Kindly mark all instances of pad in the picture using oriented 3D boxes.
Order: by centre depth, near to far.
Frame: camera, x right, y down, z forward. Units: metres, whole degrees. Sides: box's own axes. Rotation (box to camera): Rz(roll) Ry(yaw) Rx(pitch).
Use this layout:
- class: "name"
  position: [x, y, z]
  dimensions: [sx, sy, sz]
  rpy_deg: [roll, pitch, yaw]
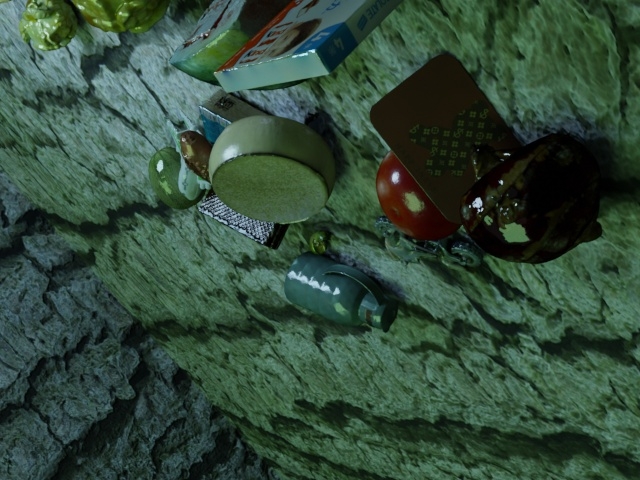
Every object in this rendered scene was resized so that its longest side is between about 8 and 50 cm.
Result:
- class: "pad"
  position: [0.221, -0.164, 1.342]
  dimensions: [0.181, 0.004, 0.267]
  rpy_deg: [-36, 105, 21]

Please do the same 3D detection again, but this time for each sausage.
- class: "sausage"
  position: [-0.215, -0.155, 1.847]
  dimensions: [0.079, 0.087, 0.327]
  rpy_deg: [12, 168, 38]

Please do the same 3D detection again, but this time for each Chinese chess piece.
- class: "Chinese chess piece"
  position: [-0.103, -0.146, 1.696]
  dimensions: [0.270, 0.112, 0.270]
  rpy_deg: [6, 148, 4]

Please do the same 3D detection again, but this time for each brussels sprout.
- class: "brussels sprout"
  position: [0.000, -0.001, 1.971]
  dimensions: [0.051, 0.046, 0.083]
  rpy_deg: [42, 144, 10]

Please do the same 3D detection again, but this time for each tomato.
- class: "tomato"
  position: [0.185, -0.088, 1.477]
  dimensions: [0.195, 0.136, 0.195]
  rpy_deg: [42, 160, 19]

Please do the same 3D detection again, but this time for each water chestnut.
- class: "water chestnut"
  position: [0.321, -0.071, 1.248]
  dimensions: [0.238, 0.224, 0.223]
  rpy_deg: [54, 155, 11]

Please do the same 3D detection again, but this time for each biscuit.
- class: "biscuit"
  position: [-0.193, -0.073, 2.034]
  dimensions: [0.252, 0.106, 0.070]
  rpy_deg: [27, -179, 29]

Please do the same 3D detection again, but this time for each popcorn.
- class: "popcorn"
  position: [-0.407, -0.514, 1.604]
  dimensions: [0.235, 0.181, 0.216]
  rpy_deg: [40, 161, 17]
- class: "popcorn"
  position: [-0.672, -0.539, 1.979]
  dimensions: [0.136, 0.141, 0.162]
  rpy_deg: [11, -175, -19]

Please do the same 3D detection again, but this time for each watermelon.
- class: "watermelon"
  position: [-0.119, -0.386, 1.486]
  dimensions: [0.262, 0.201, 0.213]
  rpy_deg: [7, 172, -34]

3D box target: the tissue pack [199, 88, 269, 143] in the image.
- class: "tissue pack"
  position: [-0.177, -0.250, 1.789]
  dimensions: [0.169, 0.082, 0.120]
  rpy_deg: [30, 152, 23]

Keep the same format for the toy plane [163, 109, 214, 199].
- class: "toy plane"
  position: [-0.307, -0.196, 1.981]
  dimensions: [0.251, 0.101, 0.255]
  rpy_deg: [50, 151, 30]

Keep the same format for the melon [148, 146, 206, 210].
- class: "melon"
  position: [-0.379, -0.159, 2.131]
  dimensions: [0.139, 0.139, 0.192]
  rpy_deg: [-1, 127, 54]

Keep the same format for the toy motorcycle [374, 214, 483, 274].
- class: "toy motorcycle"
  position: [0.222, 0.012, 1.647]
  dimensions: [0.229, 0.094, 0.129]
  rpy_deg: [20, 153, 13]

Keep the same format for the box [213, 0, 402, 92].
- class: "box"
  position: [0.001, -0.334, 1.222]
  dimensions: [0.265, 0.273, 0.048]
  rpy_deg: [4, 135, 50]

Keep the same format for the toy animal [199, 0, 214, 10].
- class: "toy animal"
  position: [-0.261, -0.517, 1.465]
  dimensions: [0.197, 0.160, 0.272]
  rpy_deg: [6, 143, 47]

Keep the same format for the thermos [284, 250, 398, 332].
- class: "thermos"
  position: [0.055, 0.122, 1.966]
  dimensions: [0.287, 0.145, 0.182]
  rpy_deg: [20, 143, 34]

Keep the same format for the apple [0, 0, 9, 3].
- class: "apple"
  position: [-0.704, -0.670, 1.703]
  dimensions: [0.314, 0.252, 0.308]
  rpy_deg: [12, 128, 42]
